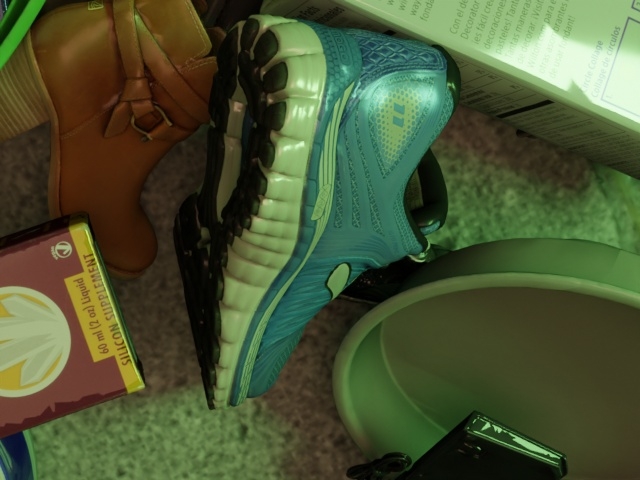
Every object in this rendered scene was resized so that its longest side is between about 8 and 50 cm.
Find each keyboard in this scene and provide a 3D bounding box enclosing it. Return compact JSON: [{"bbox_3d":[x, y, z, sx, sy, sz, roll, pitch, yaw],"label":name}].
[{"bbox_3d":[0.076,0.164,0.911,0.108,0.023,0.180,22,140,-13],"label":"keyboard"}]

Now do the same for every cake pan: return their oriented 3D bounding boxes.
[{"bbox_3d":[0.154,0.102,0.866,0.293,0.054,0.293,11,140,10],"label":"cake pan"}]

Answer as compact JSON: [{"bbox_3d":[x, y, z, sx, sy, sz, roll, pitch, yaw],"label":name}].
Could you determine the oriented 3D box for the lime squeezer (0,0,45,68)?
[{"bbox_3d":[-0.164,-0.211,0.806,0.059,0.110,0.310,-1,72,4],"label":"lime squeezer"}]

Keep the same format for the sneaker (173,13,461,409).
[{"bbox_3d":[0.000,0.000,0.805,0.147,0.330,0.129,-4,60,-19],"label":"sneaker"}]

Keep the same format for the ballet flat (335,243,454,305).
[{"bbox_3d":[0.047,0.022,0.910,0.173,0.049,0.057,12,105,8],"label":"ballet flat"}]

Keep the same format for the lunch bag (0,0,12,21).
[{"bbox_3d":[-0.215,-0.144,0.850,0.065,0.067,0.098,-6,101,-5],"label":"lunch bag"}]

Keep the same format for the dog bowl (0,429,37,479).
[{"bbox_3d":[-0.323,0.174,0.884,0.265,0.104,0.264,-1,101,-6],"label":"dog bowl"}]

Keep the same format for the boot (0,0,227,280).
[{"bbox_3d":[-0.106,-0.064,0.835,0.152,0.073,0.197,-23,133,10],"label":"boot"}]

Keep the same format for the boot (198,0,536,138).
[{"bbox_3d":[0.067,-0.149,0.868,0.229,0.091,0.263,43,92,-12],"label":"boot"}]

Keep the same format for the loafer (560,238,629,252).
[{"bbox_3d":[0.244,0.080,0.933,0.251,0.087,0.094,27,97,-11],"label":"loafer"}]

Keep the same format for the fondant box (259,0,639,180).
[{"bbox_3d":[0.161,-0.185,0.804,0.330,0.096,0.238,21,82,-17],"label":"fondant box"}]

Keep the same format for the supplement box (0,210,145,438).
[{"bbox_3d":[-0.208,0.063,0.783,0.188,0.081,0.104,-20,99,-8],"label":"supplement box"}]
